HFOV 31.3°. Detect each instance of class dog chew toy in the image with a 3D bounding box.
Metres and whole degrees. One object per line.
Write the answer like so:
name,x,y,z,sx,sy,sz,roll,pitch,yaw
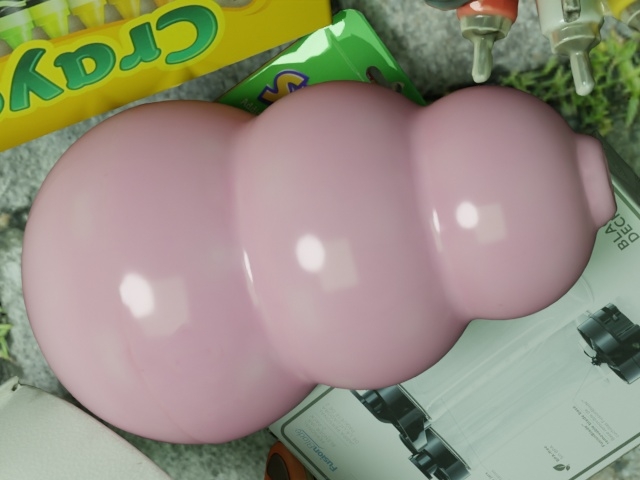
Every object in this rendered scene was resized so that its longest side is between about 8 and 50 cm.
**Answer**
dog chew toy,0.000,0.000,0.660,0.332,0.206,0.206,-13,108,16

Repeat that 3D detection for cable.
cable,0.114,-0.220,0.621,0.140,0.072,0.287,-2,73,12

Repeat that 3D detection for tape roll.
tape roll,-0.109,0.260,0.765,0.392,0.072,0.392,34,151,23

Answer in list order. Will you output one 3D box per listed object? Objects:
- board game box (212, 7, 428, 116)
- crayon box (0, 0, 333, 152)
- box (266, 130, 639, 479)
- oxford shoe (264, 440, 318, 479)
board game box,-0.043,-0.040,0.783,0.259,0.039,0.124,-32,103,23
crayon box,-0.189,-0.186,0.563,0.363,0.106,0.313,-22,143,-8
box,0.125,0.084,0.772,0.290,0.087,0.169,-42,99,21
oxford shoe,0.052,0.307,0.875,0.133,0.130,0.363,-20,102,-16
